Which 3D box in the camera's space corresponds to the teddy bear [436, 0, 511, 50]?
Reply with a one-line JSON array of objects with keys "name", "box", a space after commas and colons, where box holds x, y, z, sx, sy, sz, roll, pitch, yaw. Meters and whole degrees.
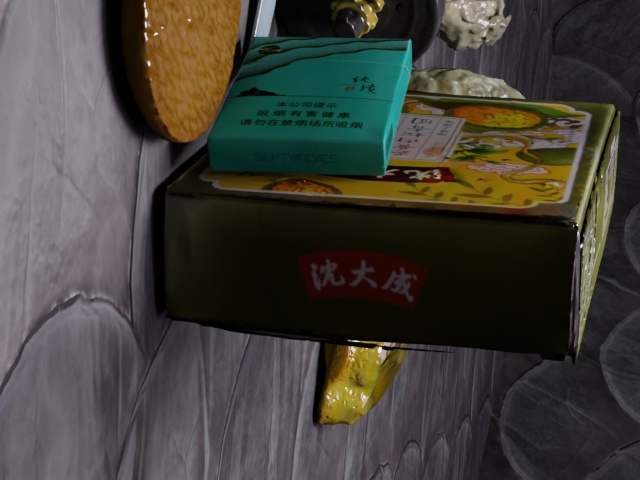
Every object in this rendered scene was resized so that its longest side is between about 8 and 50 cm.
[{"name": "teddy bear", "box": [0.205, -0.493, 2.264, 0.357, 0.225, 0.367, 115, -16, -70]}]

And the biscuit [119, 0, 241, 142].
[{"name": "biscuit", "box": [-0.118, -0.210, 1.380, 0.262, 0.037, 0.262, 5, 90, -77]}]

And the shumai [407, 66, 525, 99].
[{"name": "shumai", "box": [0.161, -0.164, 2.176, 0.225, 0.261, 0.222, 44, 38, -31]}]

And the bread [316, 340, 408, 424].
[{"name": "bread", "box": [0.064, 0.134, 2.121, 0.161, 0.088, 0.233, 0, 112, -67]}]

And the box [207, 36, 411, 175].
[{"name": "box", "box": [-0.005, -0.130, 1.520, 0.226, 0.161, 0.042, -73, 163, -58]}]

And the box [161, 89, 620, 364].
[{"name": "box", "box": [0.085, -0.034, 1.572, 0.420, 0.373, 0.138, -52, 146, -66]}]

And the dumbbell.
[{"name": "dumbbell", "box": [0.069, -0.330, 1.807, 0.388, 0.185, 0.185, -69, 160, -49]}]

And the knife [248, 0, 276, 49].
[{"name": "knife", "box": [-0.054, -0.263, 1.657, 0.063, 0.035, 0.260, 12, 90, -80]}]
